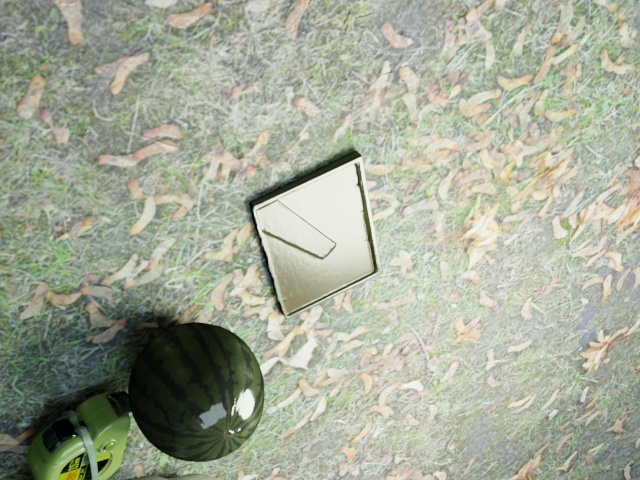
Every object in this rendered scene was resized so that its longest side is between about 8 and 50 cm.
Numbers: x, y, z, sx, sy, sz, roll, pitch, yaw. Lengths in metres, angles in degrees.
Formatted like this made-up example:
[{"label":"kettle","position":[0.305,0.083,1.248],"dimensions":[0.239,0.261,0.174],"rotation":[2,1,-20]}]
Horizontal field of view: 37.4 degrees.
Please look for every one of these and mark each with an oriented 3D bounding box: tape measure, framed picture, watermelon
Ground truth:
[{"label":"tape measure","position":[-0.376,0.324,1.471],"dimensions":[0.154,0.087,0.177],"rotation":[-16,137,-35]},{"label":"framed picture","position":[0.000,0.000,1.505],"dimensions":[0.192,0.018,0.265],"rotation":[-26,135,-13]},{"label":"watermelon","position":[-0.188,0.226,1.430],"dimensions":[0.212,0.212,0.212],"rotation":[-18,133,-21]}]

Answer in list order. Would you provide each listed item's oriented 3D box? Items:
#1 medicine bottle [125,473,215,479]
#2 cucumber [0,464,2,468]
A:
[{"label":"medicine bottle","position":[-0.301,0.492,1.527],"dimensions":[0.339,0.208,0.208],"rotation":[4,124,-57]},{"label":"cucumber","position":[-0.558,0.368,1.426],"dimensions":[0.155,0.037,0.037],"rotation":[-17,132,-22]}]
